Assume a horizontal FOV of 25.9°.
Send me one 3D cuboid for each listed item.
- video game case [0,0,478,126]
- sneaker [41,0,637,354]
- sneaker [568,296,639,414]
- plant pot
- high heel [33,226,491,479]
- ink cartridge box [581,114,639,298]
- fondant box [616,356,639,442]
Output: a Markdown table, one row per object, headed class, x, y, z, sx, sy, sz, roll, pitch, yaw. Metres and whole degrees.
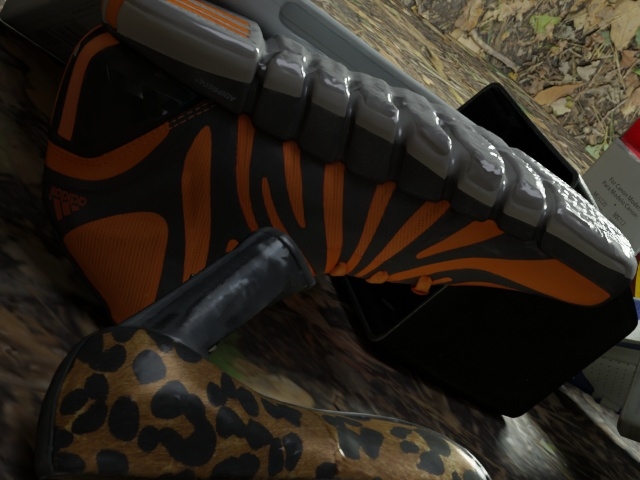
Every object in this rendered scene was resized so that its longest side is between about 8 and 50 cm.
| class | x | y | z | sx | sy | sz | roll | pitch | yaw |
| --- | --- | --- | --- | --- | --- | --- | --- | --- | --- |
| video game case | -0.044 | -0.100 | 0.949 | 0.300 | 0.036 | 0.329 | 33 | -14 | -25 |
| sneaker | 0.000 | 0.000 | 0.761 | 0.321 | 0.180 | 0.124 | 25 | 14 | -4 |
| sneaker | 0.331 | 0.164 | 1.240 | 0.315 | 0.182 | 0.127 | 12 | 17 | 9 |
| plant pot | 0.137 | 0.022 | 1.083 | 0.167 | 0.188 | 0.187 | 45 | 10 | -30 |
| high heel | -0.012 | 0.137 | 0.629 | 0.261 | 0.093 | 0.186 | 55 | 41 | -3 |
| ink cartridge box | 0.375 | 0.035 | 1.423 | 0.309 | 0.272 | 0.130 | 28 | 19 | -38 |
| fondant box | 0.428 | 0.092 | 1.084 | 0.330 | 0.238 | 0.096 | 19 | -12 | 14 |
